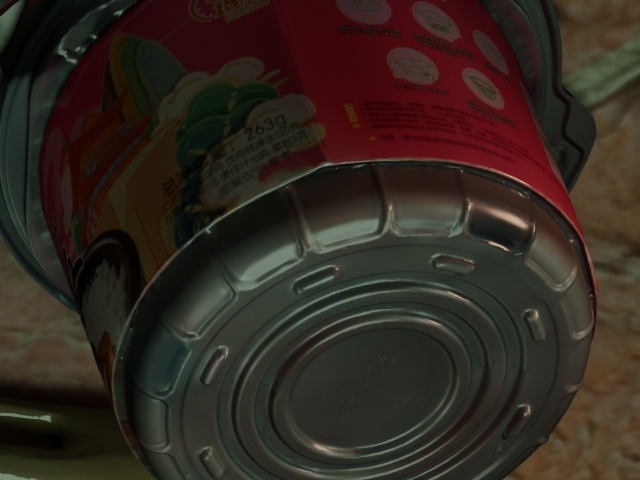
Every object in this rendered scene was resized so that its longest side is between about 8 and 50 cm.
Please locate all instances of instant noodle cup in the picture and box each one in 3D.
[{"bbox_3d":[0.000,0.000,0.773,0.302,0.181,0.258,0,129,-17],"label":"instant noodle cup"}]

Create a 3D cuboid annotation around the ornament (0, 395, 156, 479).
[{"bbox_3d":[-0.117,0.177,0.974,0.245,0.061,0.230,12,127,-22],"label":"ornament"}]
